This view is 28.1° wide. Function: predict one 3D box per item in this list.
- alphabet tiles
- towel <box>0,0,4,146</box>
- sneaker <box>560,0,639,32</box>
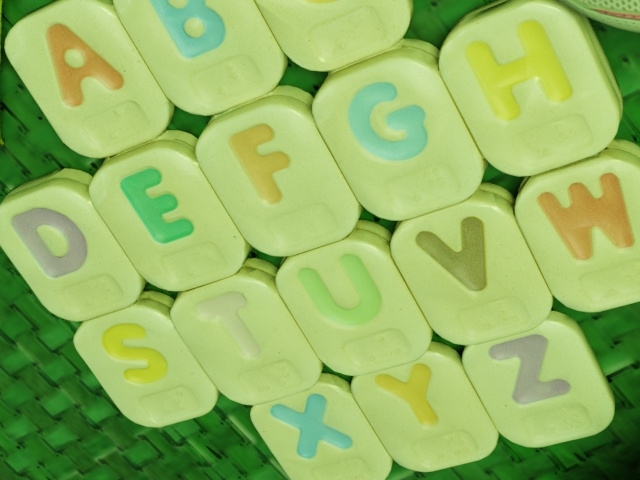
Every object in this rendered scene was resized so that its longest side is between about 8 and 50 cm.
[{"bbox_3d":[0.000,0.000,0.552,0.284,0.021,0.278,-18,117,25],"label":"alphabet tiles"},{"bbox_3d":[-0.171,-0.148,0.516,0.102,0.021,0.237,17,124,10],"label":"towel"},{"bbox_3d":[0.049,-0.157,0.398,0.103,0.111,0.252,-37,107,29],"label":"sneaker"}]
